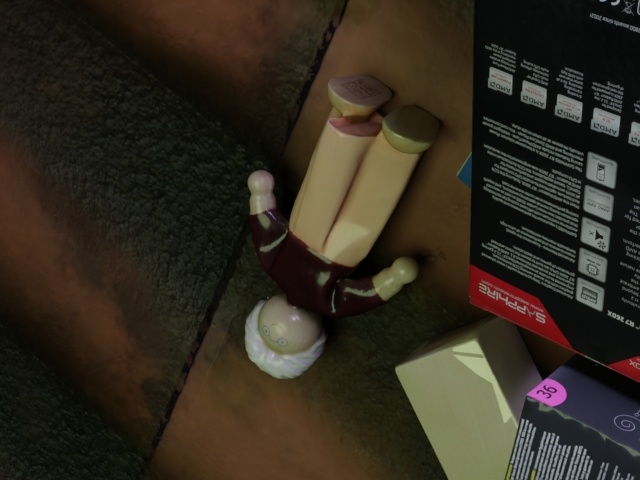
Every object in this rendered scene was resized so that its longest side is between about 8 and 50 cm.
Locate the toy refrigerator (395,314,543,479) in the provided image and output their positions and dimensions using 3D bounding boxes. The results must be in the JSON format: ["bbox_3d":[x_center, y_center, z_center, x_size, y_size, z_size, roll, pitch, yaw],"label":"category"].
[{"bbox_3d":[0.190,0.215,1.310,0.102,0.094,0.270,-25,93,34],"label":"toy refrigerator"}]

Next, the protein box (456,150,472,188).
[{"bbox_3d":[0.262,-0.082,1.094,0.200,0.136,0.201,42,129,16],"label":"protein box"}]

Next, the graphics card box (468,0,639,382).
[{"bbox_3d":[0.217,-0.073,0.902,0.232,0.094,0.371,26,139,33],"label":"graphics card box"}]

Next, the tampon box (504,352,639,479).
[{"bbox_3d":[0.242,0.167,1.005,0.161,0.120,0.102,26,123,27],"label":"tampon box"}]

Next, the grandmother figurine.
[{"bbox_3d":[0.000,0.000,1.359,0.208,0.104,0.342,40,126,28],"label":"grandmother figurine"}]
